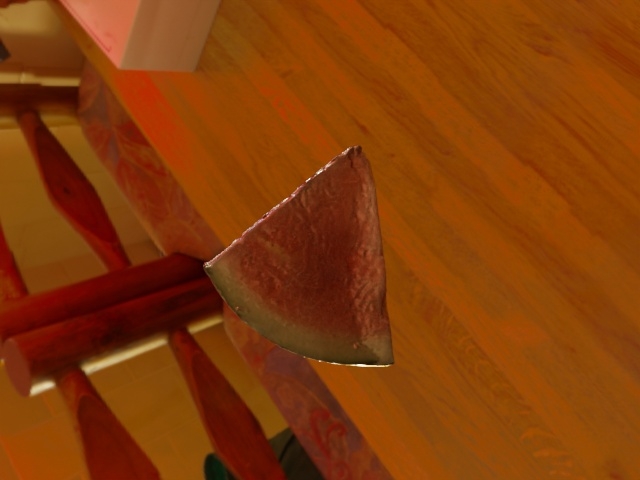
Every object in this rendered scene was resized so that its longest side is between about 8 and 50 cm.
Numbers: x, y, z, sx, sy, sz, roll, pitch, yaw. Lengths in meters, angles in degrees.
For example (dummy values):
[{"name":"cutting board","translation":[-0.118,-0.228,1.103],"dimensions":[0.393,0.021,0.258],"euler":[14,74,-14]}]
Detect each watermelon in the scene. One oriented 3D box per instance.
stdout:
[{"name":"watermelon","translation":[-0.010,0.016,0.572],"dimensions":[0.136,0.207,0.202],"euler":[154,130,-66]}]
